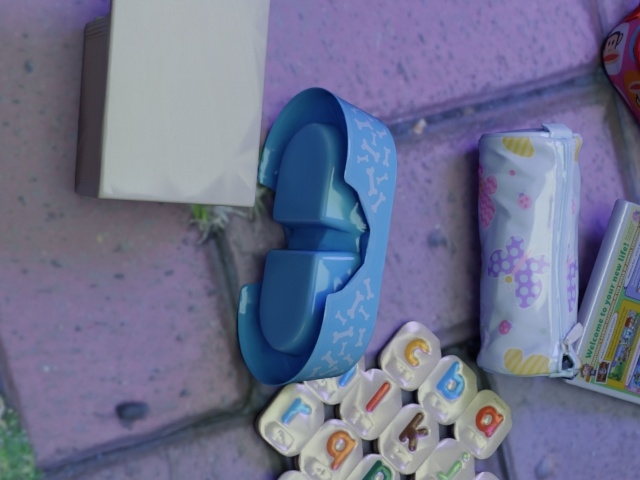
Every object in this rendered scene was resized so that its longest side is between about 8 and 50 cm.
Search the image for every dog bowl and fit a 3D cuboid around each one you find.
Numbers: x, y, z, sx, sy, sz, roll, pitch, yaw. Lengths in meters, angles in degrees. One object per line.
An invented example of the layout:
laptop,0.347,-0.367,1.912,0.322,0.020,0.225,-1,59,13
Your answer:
dog bowl,0.000,0.000,1.389,0.074,0.166,0.297,10,86,-32

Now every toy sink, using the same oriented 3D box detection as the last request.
toy sink,-0.146,-0.154,1.345,0.153,0.131,0.234,2,94,-21

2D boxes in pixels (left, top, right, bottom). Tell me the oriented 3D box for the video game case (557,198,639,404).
video game case,0.378,0.080,1.577,0.193,0.023,0.212,18,91,-28

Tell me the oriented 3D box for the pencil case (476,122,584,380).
pencil case,0.225,0.014,1.490,0.113,0.124,0.273,0,89,-13

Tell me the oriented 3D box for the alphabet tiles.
alphabet tiles,0.070,0.236,1.471,0.284,0.021,0.278,43,71,-11

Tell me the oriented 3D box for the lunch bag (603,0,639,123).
lunch bag,0.474,-0.233,1.591,0.293,0.120,0.258,-40,100,-12
